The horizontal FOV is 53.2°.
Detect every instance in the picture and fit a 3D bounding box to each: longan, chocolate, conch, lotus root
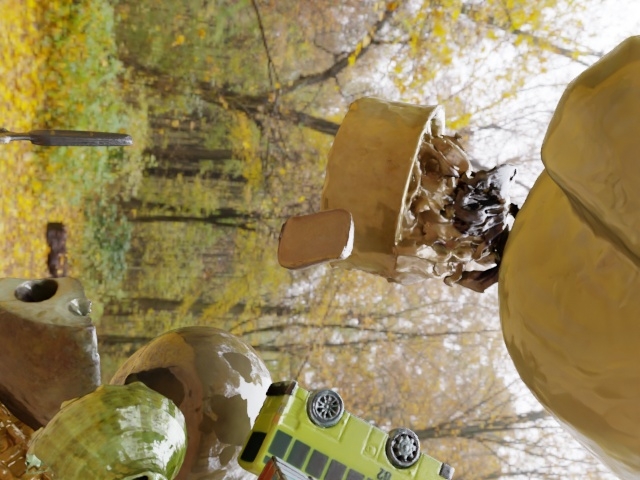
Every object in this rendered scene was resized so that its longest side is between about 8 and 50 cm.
[{"bbox_3d":[-0.212,0.290,1.037,0.319,0.319,0.318,-177,-90,-74],"label":"longan"},{"bbox_3d":[0.266,0.033,0.362,0.314,0.297,0.326,-57,-150,3],"label":"chocolate"},{"bbox_3d":[-0.117,0.119,0.353,0.121,0.089,0.074,-174,-105,-70],"label":"conch"},{"bbox_3d":[-0.370,0.168,0.840,0.210,0.142,0.314,58,-32,37],"label":"lotus root"},{"bbox_3d":[0.000,0.000,0.672,0.101,0.031,0.064,-13,-119,40],"label":"chocolate"}]

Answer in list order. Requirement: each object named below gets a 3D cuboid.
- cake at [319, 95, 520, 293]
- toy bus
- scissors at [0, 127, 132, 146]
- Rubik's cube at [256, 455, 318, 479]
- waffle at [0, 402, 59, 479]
[{"bbox_3d":[0.191,-0.070,1.088,0.332,0.321,0.332,14,90,-73],"label":"cake"},{"bbox_3d":[0.031,0.305,0.868,0.150,0.262,0.128,-63,-170,-22],"label":"toy bus"},{"bbox_3d":[-0.328,-0.119,0.733,0.088,0.220,0.017,47,-48,50],"label":"scissors"},{"bbox_3d":[-0.009,0.273,0.479,0.154,0.151,0.155,-61,180,-14],"label":"Rubik's cube"},{"bbox_3d":[-0.525,0.300,0.997,0.302,0.325,0.068,-98,-151,-44],"label":"waffle"}]
